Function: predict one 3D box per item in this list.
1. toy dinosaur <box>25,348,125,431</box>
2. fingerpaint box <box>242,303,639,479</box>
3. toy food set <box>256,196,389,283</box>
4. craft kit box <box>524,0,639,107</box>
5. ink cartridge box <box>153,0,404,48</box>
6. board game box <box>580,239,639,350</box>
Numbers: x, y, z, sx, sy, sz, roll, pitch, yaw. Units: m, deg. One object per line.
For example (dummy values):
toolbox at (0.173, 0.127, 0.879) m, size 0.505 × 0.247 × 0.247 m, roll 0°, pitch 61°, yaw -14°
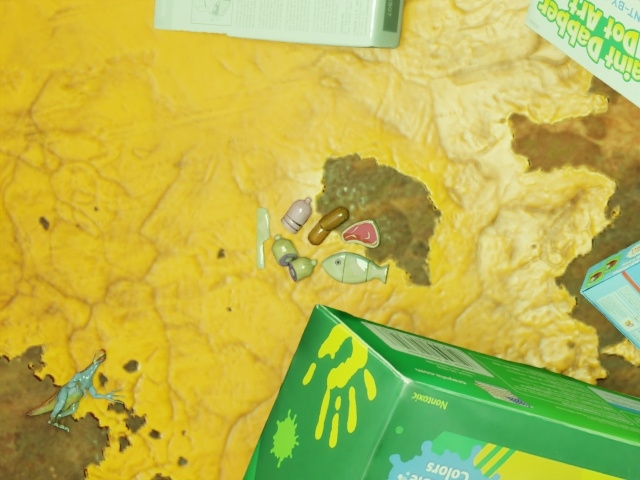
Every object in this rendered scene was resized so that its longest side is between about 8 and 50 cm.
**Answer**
toy dinosaur at (-0.229, 0.134, 1.645) m, size 0.090 × 0.047 × 0.082 m, roll 17°, pitch 79°, yaw 22°
fingerpaint box at (0.142, 0.292, 1.378) m, size 0.445 × 0.163 × 0.371 m, roll 18°, pitch 100°, yaw -29°
toy food set at (0.000, 0.000, 1.588) m, size 0.122 × 0.019 × 0.078 m, roll 1°, pitch 94°, yaw 14°
craft kit box at (0.268, -0.215, 1.294) m, size 0.250 × 0.061 × 0.246 m, roll 44°, pitch 136°, yaw 42°
ink cartridge box at (-0.032, -0.270, 1.573) m, size 0.232 × 0.066 × 0.189 m, roll 8°, pitch 97°, yaw 34°
board game box at (0.340, 0.042, 1.425) m, size 0.160 × 0.039 × 0.211 m, roll 44°, pitch 134°, yaw -15°
